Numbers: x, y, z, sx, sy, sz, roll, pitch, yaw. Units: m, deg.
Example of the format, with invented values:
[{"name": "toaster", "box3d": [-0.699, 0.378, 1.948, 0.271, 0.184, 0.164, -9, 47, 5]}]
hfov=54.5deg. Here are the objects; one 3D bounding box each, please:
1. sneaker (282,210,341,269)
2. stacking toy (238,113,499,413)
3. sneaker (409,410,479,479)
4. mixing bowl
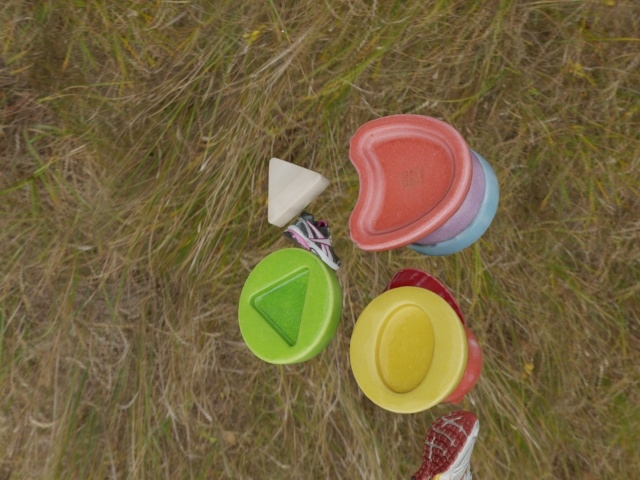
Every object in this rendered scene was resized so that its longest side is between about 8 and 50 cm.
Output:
[{"name": "sneaker", "box3d": [0.000, 0.000, 1.311, 0.077, 0.072, 0.178, -58, 142, -9]}, {"name": "stacking toy", "box3d": [0.063, 0.029, 0.708, 0.280, 0.130, 0.308, 0, 75, 35]}, {"name": "sneaker", "box3d": [0.238, 0.412, 1.155, 0.093, 0.088, 0.225, 10, 111, -29]}, {"name": "mixing bowl", "box3d": [0.151, 0.148, 1.046, 0.181, 0.181, 0.098, 37, 133, -14]}]
